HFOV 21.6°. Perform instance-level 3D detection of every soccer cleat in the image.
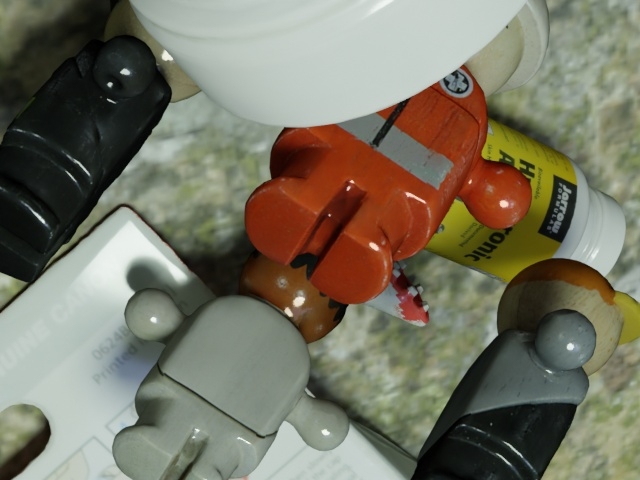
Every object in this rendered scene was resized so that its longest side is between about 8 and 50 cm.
[{"bbox_3d":[0.016,0.017,0.762,0.035,0.029,0.083,-41,123,16],"label":"soccer cleat"}]

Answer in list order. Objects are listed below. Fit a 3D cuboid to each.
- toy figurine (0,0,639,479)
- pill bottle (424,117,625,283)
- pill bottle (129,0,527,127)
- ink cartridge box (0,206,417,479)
[{"bbox_3d":[0.000,0.000,0.625,0.148,0.213,0.209,-56,133,-36],"label":"toy figurine"},{"bbox_3d":[0.077,-0.018,0.741,0.116,0.065,0.065,21,110,-31],"label":"pill bottle"},{"bbox_3d":[-0.051,-0.168,0.433,0.161,0.161,0.283,-37,133,3],"label":"pill bottle"},{"bbox_3d":[-0.075,0.202,0.825,0.308,0.091,0.385,-41,109,6],"label":"ink cartridge box"}]
